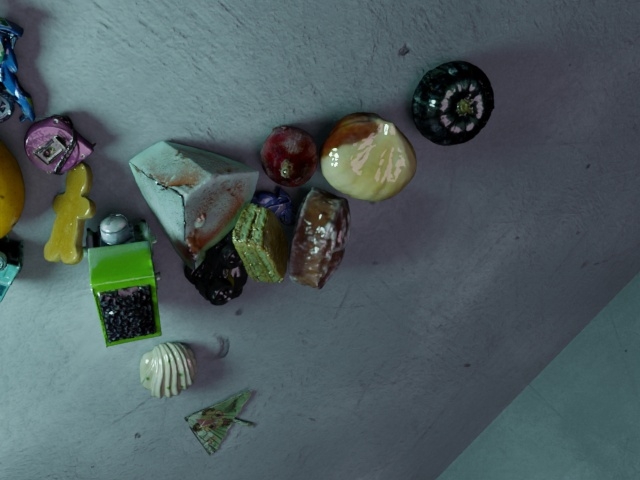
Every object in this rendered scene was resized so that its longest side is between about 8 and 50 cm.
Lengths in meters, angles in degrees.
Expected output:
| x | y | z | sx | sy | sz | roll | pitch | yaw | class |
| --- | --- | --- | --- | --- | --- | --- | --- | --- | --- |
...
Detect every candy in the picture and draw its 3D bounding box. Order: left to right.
| x | y | z | sx | sy | sz | roll | pitch | yaw | class |
| --- | --- | --- | --- | --- | --- | --- | --- | --- | --- |
| 0.000 | 0.000 | 1.479 | 0.214 | 0.157 | 0.290 | -46 | 150 | -57 | candy |

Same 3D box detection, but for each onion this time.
| x | y | z | sx | sy | sz | roll | pitch | yaw | class |
| --- | --- | --- | --- | --- | --- | --- | --- | --- | --- |
| -0.078 | -0.202 | 1.334 | 0.159 | 0.195 | 0.160 | -1 | 116 | -2 | onion |

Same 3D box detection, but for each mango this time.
| x | y | z | sx | sy | sz | roll | pitch | yaw | class |
| --- | --- | --- | --- | --- | --- | --- | --- | --- | --- |
| -0.723 | -0.128 | 1.089 | 0.191 | 0.160 | 0.290 | -30 | 132 | -18 | mango |

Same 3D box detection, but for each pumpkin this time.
| x | y | z | sx | sy | sz | roll | pitch | yaw | class |
| --- | --- | --- | --- | --- | --- | --- | --- | --- | --- |
| 0.368 | -0.378 | 1.466 | 0.233 | 0.163 | 0.233 | -6 | 112 | -14 | pumpkin |

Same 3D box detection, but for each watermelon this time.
| x | y | z | sx | sy | sz | roll | pitch | yaw | class |
| --- | --- | --- | --- | --- | --- | --- | --- | --- | --- |
| -0.278 | -0.101 | 1.268 | 0.289 | 0.213 | 0.320 | -18 | 97 | -9 | watermelon |

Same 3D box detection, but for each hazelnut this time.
| x | y | z | sx | sy | sz | roll | pitch | yaw | class |
| --- | --- | --- | --- | --- | --- | --- | --- | --- | --- |
| 0.130 | -0.226 | 1.375 | 0.261 | 0.261 | 0.241 | 5 | 139 | -28 | hazelnut |

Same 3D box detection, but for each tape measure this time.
| x | y | z | sx | sy | sz | roll | pitch | yaw | class |
| --- | --- | --- | --- | --- | --- | --- | --- | --- | --- |
| -0.578 | -0.210 | 1.158 | 0.125 | 0.074 | 0.118 | -42 | 127 | 0 | tape measure |

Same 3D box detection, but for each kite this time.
| x | y | z | sx | sy | sz | roll | pitch | yaw | class |
| --- | --- | --- | --- | --- | --- | --- | --- | --- | --- |
| -0.343 | 0.620 | 1.809 | 0.267 | 0.013 | 0.323 | 18 | 111 | -32 | kite |

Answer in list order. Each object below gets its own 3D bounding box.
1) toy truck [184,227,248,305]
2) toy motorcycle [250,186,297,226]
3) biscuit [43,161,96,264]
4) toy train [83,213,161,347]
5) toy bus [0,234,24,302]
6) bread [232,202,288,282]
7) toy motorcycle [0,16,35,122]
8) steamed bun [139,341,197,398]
| x | y | z | sx | sy | sz | roll | pitch | yaw | class |
| --- | --- | --- | --- | --- | --- | --- | --- | --- | --- |
| -0.255 | 0.063 | 1.450 | 0.165 | 0.147 | 0.224 | -3 | 121 | -51 | toy truck |
| -0.151 | -0.092 | 1.444 | 0.205 | 0.076 | 0.114 | -1 | 110 | -24 | toy motorcycle |
| -0.564 | -0.061 | 1.208 | 0.035 | 0.158 | 0.240 | 16 | 86 | -56 | biscuit |
| -0.469 | 0.105 | 1.278 | 0.173 | 0.249 | 0.307 | -9 | 136 | -20 | toy train |
| -0.809 | 0.034 | 1.158 | 0.256 | 0.128 | 0.147 | 24 | 107 | -37 | toy bus |
| -0.148 | 0.010 | 1.353 | 0.102 | 0.138 | 0.196 | -3 | 141 | 10 | bread |
| -0.640 | -0.348 | 1.039 | 0.135 | 0.092 | 0.254 | -20 | 134 | -26 | toy motorcycle |
| -0.446 | 0.390 | 1.563 | 0.182 | 0.106 | 0.183 | -12 | 124 | -18 | steamed bun |
